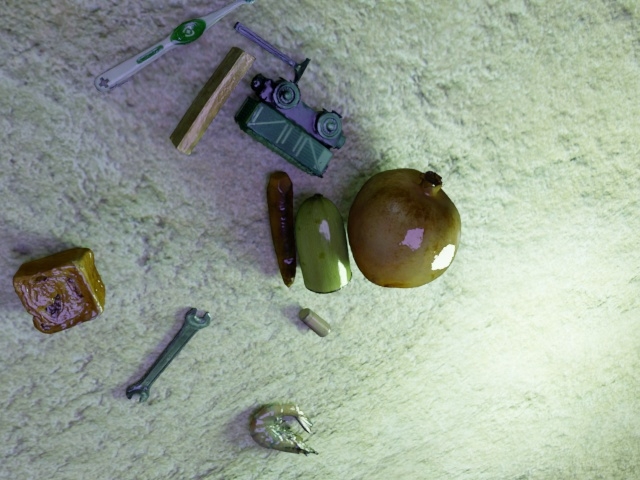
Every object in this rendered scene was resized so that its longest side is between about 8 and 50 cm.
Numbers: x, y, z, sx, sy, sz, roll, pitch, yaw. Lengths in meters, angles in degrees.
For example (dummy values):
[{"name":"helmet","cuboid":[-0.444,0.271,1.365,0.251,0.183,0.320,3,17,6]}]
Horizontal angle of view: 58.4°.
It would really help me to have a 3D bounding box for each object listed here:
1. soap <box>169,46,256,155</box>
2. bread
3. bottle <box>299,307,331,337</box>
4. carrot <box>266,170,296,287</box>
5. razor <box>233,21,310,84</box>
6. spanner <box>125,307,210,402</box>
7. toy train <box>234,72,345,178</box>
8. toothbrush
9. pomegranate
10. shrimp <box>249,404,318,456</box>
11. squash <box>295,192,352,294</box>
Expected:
[{"name":"soap","cuboid":[-0.233,-0.302,1.223,0.037,0.092,0.252,32,97,-34]},{"name":"bread","cuboid":[-0.553,0.105,1.231,0.158,0.143,0.149,-16,111,-17]},{"name":"bottle","cuboid":[-0.015,0.226,1.582,0.045,0.045,0.096,-46,121,0]},{"name":"carrot","cuboid":[-0.092,-0.018,1.435,0.066,0.066,0.315,-14,120,-18]},{"name":"razor","cuboid":[-0.106,-0.421,1.262,0.190,0.033,0.066,27,99,-30]},{"name":"spanner","cuboid":[-0.387,0.294,1.462,0.071,0.017,0.302,36,94,-32]},{"name":"toy train","cuboid":[-0.061,-0.263,1.305,0.269,0.115,0.155,31,92,-32]},{"name":"toothbrush","cuboid":[-0.283,-0.424,1.184,0.417,0.040,0.042,-33,106,-3]},{"name":"pomegranate","cuboid":[0.207,-0.036,1.409,0.318,0.319,0.320,-9,116,-20]},{"name":"shrimp","cuboid":[-0.093,0.553,1.687,0.254,0.059,0.145,24,91,-26]},{"name":"squash","cuboid":[0.000,0.000,1.427,0.132,0.132,0.247,-21,123,-15]}]
